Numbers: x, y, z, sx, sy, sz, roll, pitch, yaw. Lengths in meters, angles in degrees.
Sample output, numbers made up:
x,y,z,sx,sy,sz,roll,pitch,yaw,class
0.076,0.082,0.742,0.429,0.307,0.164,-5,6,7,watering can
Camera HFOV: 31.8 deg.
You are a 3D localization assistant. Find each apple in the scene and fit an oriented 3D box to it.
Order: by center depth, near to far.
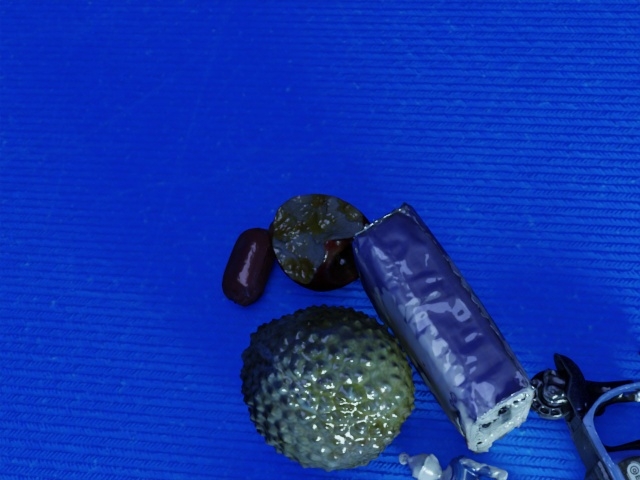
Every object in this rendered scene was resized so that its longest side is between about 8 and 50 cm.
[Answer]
x,y,z,sx,sy,sz,roll,pitch,yaw,class
0.001,0.001,1.829,0.156,0.147,0.158,-50,51,1,apple

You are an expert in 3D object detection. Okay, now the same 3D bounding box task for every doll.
x,y,z,sx,sy,sz,roll,pitch,yaw,class
0.222,0.378,1.702,0.227,0.057,0.114,32,85,9,doll

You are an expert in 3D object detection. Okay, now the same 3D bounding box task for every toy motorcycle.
x,y,z,sx,sy,sz,roll,pitch,yaw,class
0.459,0.312,1.654,0.213,0.125,0.358,-22,70,-7,toy motorcycle

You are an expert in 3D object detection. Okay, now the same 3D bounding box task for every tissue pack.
x,y,z,sx,sy,sz,roll,pitch,yaw,class
0.185,0.138,1.693,0.125,0.242,0.343,-31,68,-6,tissue pack

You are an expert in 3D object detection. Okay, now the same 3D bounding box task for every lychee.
x,y,z,sx,sy,sz,roll,pitch,yaw,class
0.008,0.219,1.689,0.255,0.274,0.255,-11,67,28,lychee

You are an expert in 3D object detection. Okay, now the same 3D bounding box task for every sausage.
x,y,z,sx,sy,sz,roll,pitch,yaw,class
-0.118,0.041,1.872,0.076,0.076,0.141,18,75,15,sausage
